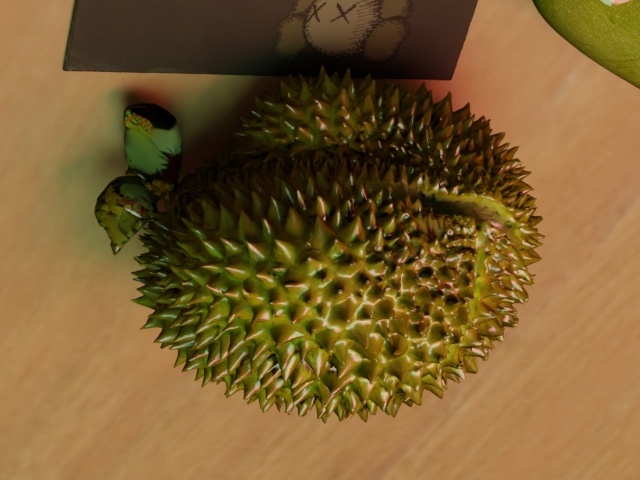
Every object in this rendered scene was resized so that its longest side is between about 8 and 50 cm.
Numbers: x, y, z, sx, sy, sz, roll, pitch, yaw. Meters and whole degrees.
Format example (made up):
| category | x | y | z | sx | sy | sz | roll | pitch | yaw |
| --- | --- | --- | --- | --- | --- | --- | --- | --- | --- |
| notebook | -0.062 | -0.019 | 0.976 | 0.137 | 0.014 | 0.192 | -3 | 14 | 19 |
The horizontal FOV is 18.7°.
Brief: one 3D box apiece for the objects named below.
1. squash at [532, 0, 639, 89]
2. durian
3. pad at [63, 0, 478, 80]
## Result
| category | x | y | z | sx | sy | sz | roll | pitch | yaw |
| --- | --- | --- | --- | --- | --- | --- | --- | --- | --- |
| squash | 0.164 | -0.095 | 0.907 | 0.066 | 0.066 | 0.201 | -39 | 135 | 20 |
| durian | 0.006 | 0.012 | 0.889 | 0.198 | 0.159 | 0.146 | -16 | 137 | -1 |
| pad | -0.013 | -0.123 | 0.863 | 0.190 | 0.004 | 0.127 | 0 | 133 | -18 |
